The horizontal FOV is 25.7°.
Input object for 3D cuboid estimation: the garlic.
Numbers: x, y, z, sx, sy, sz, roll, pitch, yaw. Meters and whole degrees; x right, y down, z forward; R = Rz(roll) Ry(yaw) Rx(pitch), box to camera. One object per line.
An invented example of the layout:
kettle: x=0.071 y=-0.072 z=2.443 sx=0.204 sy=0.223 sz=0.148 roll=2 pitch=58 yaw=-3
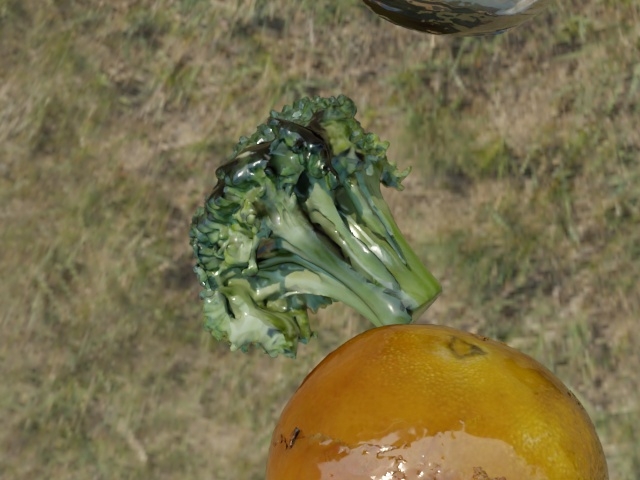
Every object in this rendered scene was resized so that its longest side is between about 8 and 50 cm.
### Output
garlic: x=0.113 y=-0.211 z=1.137 sx=0.195 sy=0.101 sz=0.087 roll=10 pitch=90 yaw=23

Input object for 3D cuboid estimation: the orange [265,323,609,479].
orange: x=0.077 y=0.173 z=0.957 sx=0.240 sy=0.240 sz=0.240 roll=2 pitch=124 yaw=3

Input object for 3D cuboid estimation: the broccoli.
broccoli: x=0.000 y=0.000 z=1.338 sx=0.243 sy=0.263 sz=0.247 roll=40 pitch=162 yaw=16
